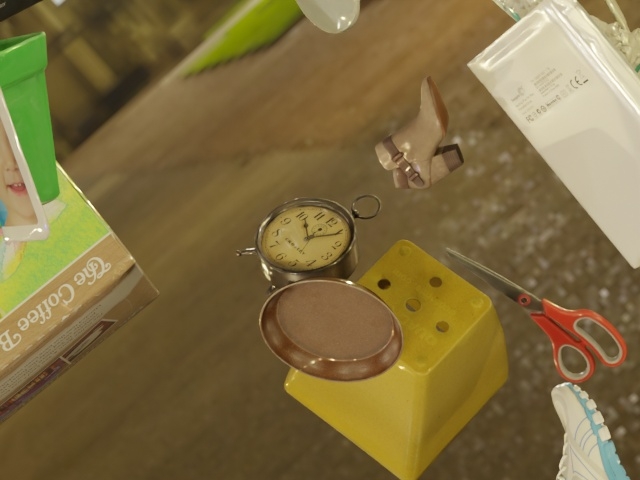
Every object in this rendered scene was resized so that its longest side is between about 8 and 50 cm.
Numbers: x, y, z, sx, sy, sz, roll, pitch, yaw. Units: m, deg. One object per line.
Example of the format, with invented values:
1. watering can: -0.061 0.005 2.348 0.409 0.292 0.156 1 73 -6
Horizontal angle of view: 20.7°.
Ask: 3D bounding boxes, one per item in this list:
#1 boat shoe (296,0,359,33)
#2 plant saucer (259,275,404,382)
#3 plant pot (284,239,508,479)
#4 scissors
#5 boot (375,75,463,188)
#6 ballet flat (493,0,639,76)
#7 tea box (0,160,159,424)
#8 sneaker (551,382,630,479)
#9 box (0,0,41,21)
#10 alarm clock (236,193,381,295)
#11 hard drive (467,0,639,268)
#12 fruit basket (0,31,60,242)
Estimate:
1. boat shoe: -0.004 -0.344 2.075 0.078 0.219 0.070 -26 -11 19
2. plant saucer: 0.015 0.097 2.010 0.168 0.168 0.029 -35 28 38
3. plant pot: 0.104 0.127 2.154 0.212 0.212 0.187 -44 -21 -29
4. scissors: 0.316 0.087 2.522 0.109 0.297 0.021 -41 8 24
5. boot: 0.101 -0.112 1.901 0.087 0.118 0.042 -15 13 22
6. ballet flat: 0.293 -0.341 2.336 0.147 0.409 0.147 -33 -24 -17
7. tea box: -0.388 0.021 1.706 0.329 0.323 0.220 -40 -8 -6
8. sneaker: 0.256 0.228 1.718 0.083 0.190 0.071 -22 -31 -1
9. box: -0.398 -0.435 1.841 0.293 0.212 0.395 -46 -24 -60
10. alarm clock: 0.000 0.000 2.225 0.192 0.129 0.064 -35 -38 -17
11. hard drive: 0.312 -0.120 1.949 0.040 0.307 0.203 -41 1 -26
12. fruit basket: -0.325 -0.152 1.118 0.165 0.353 0.327 -38 23 -34
